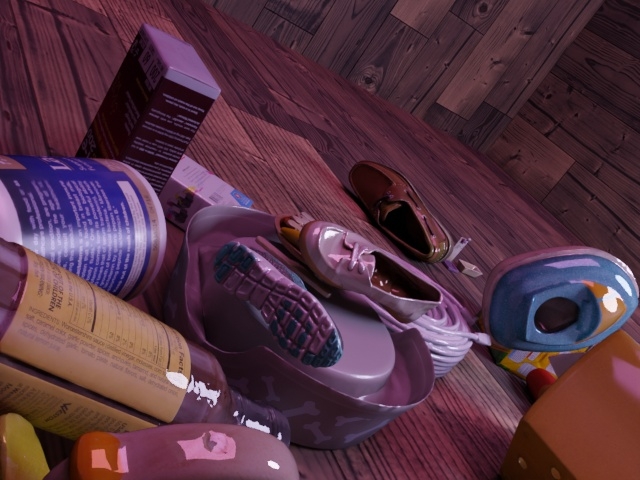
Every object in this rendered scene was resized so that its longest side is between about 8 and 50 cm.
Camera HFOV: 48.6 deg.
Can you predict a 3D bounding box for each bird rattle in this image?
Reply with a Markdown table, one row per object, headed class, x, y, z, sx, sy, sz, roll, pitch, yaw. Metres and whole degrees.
| class | x | y | z | sx | sy | sz | roll | pitch | yaw |
| --- | --- | --- | --- | --- | --- | --- | --- | --- | --- |
| bird rattle | -0.096 | 0.185 | 0.453 | 0.254 | 0.207 | 0.143 | 16 | 45 | -23 |

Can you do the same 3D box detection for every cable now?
| class | x | y | z | sx | sy | sz | roll | pitch | yaw |
| --- | --- | --- | --- | --- | --- | --- | --- | --- | --- |
| cable | 0.118 | 0.105 | 1.113 | 0.257 | 0.089 | 0.257 | 46 | 23 | 30 |

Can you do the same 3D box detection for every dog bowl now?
| class | x | y | z | sx | sy | sz | roll | pitch | yaw |
| --- | --- | --- | --- | --- | --- | --- | --- | --- | --- |
| dog bowl | -0.031 | 0.102 | 0.861 | 0.349 | 0.102 | 0.348 | 31 | 20 | -13 |

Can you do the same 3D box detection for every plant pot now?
| class | x | y | z | sx | sy | sz | roll | pitch | yaw |
| --- | --- | --- | --- | --- | --- | --- | --- | --- | --- |
| plant pot | 0.356 | 0.280 | 0.899 | 0.187 | 0.212 | 0.212 | -18 | 47 | -22 |

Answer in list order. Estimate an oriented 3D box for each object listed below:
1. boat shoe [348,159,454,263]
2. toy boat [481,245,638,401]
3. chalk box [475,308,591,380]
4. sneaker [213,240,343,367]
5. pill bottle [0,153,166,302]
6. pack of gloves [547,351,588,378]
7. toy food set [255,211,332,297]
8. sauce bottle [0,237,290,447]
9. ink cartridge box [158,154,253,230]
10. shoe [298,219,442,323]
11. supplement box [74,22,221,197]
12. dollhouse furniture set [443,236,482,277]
| class | x | y | z | sx | sy | sz | roll | pitch | yaw |
| --- | --- | --- | --- | --- | --- | --- | --- | --- | --- |
| boat shoe | 0.165 | -0.074 | 1.556 | 0.307 | 0.110 | 0.104 | 44 | 21 | 23 |
| toy boat | 0.400 | 0.163 | 1.170 | 0.268 | 0.318 | 0.148 | -7 | 25 | -8 |
| chalk box | 0.400 | 0.161 | 1.376 | 0.132 | 0.132 | 0.213 | 29 | 20 | -17 |
| sneaker | -0.031 | 0.060 | 0.723 | 0.166 | 0.065 | 0.076 | 45 | 18 | 21 |
| pill bottle | -0.274 | 0.001 | 0.623 | 0.153 | 0.153 | 0.265 | 42 | 21 | 18 |
| pack of gloves | 0.434 | 0.269 | 1.005 | 0.046 | 0.195 | 0.231 | -25 | 92 | -36 |
| toy food set | 0.000 | 0.000 | 0.933 | 0.132 | 0.038 | 0.192 | 37 | 20 | 5 |
| sauce bottle | -0.152 | 0.113 | 0.556 | 0.344 | 0.111 | 0.111 | 42 | 11 | -42 |
| ink cartridge box | -0.199 | -0.072 | 1.039 | 0.181 | 0.061 | 0.104 | 35 | 20 | -4 |
| shoe | 0.065 | 0.035 | 0.864 | 0.219 | 0.058 | 0.076 | 33 | 56 | -34 |
| supplement box | -0.223 | -0.121 | 0.851 | 0.073 | 0.239 | 0.130 | 17 | 27 | -38 |
| dollhouse furniture set | 0.336 | 0.025 | 1.647 | 0.114 | 0.081 | 0.091 | 21 | 25 | -35 |
